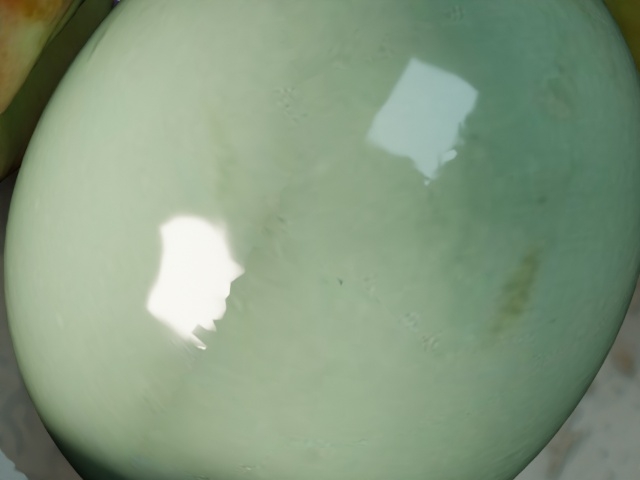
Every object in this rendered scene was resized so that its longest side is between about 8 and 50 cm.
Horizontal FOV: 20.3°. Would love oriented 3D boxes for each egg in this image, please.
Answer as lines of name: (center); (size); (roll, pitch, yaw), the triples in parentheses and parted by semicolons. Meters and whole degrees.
egg: (0.000, 0.000, 0.495); (0.168, 0.231, 0.168); (10, 58, -16)

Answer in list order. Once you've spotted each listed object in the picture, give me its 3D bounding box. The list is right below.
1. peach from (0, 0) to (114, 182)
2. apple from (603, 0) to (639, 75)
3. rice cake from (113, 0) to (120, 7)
peach: (-0.174, -0.120, 0.505); (0.257, 0.232, 0.232); (34, 77, -3)
apple: (0.160, -0.126, 0.561); (0.233, 0.286, 0.286); (-21, 89, -9)
rice cake: (-0.060, -0.036, 0.618); (0.047, 0.036, 0.206); (-14, 87, -21)
